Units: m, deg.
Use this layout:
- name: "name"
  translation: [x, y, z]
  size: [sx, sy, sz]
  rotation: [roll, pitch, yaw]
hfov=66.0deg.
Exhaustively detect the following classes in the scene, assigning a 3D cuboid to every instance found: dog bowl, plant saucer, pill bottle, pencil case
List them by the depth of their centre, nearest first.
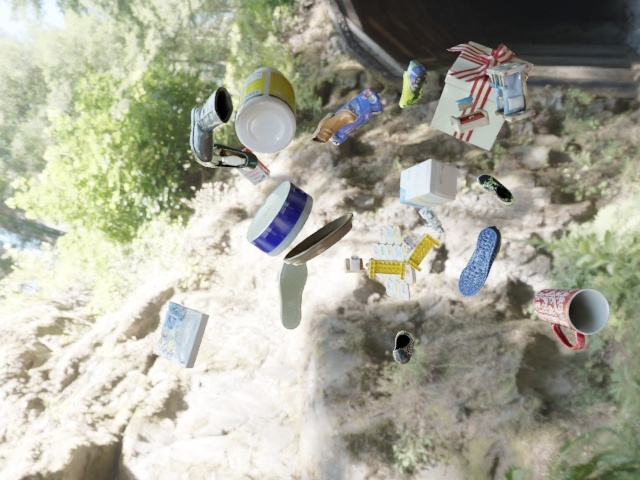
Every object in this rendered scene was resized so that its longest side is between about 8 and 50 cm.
- name: "plant saucer"
  translation: [0.000, 0.000, 1.619]
  size: [0.041, 0.278, 0.278]
  rotation: [55, -143, -8]
- name: "pill bottle"
  translation: [-0.175, -0.442, 1.620]
  size: [0.334, 0.188, 0.187]
  rotation: [-94, -6, -51]
- name: "dog bowl"
  translation: [-0.147, -0.077, 1.747]
  size: [0.104, 0.265, 0.264]
  rotation: [35, -121, -20]
- name: "pencil case"
  translation: [0.151, -0.568, 2.274]
  size: [0.306, 0.133, 0.119]
  rotation: [-37, -18, 6]

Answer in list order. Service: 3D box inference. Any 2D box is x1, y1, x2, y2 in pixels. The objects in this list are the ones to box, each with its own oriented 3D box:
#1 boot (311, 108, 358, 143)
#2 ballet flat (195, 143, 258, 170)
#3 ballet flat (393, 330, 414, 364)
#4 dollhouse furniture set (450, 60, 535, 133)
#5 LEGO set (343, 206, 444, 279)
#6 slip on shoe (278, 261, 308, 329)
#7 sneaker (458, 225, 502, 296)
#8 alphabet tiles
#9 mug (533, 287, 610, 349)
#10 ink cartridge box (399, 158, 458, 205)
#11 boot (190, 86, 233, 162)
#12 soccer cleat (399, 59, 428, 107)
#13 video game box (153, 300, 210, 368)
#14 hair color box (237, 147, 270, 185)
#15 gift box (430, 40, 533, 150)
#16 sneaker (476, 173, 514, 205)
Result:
- name: "boot"
  translation: [0.060, -0.479, 2.098]
  size: [0.073, 0.197, 0.152]
  rotation: [46, -113, -31]
- name: "ballet flat"
  translation: [-0.383, -0.329, 1.934]
  size: [0.096, 0.281, 0.095]
  rotation: [-33, -51, -71]
- name: "ballet flat"
  translation: [0.244, 0.304, 1.449]
  size: [0.173, 0.058, 0.049]
  rotation: [-58, -53, -72]
- name: "dollhouse furniture set"
  translation: [0.434, -0.366, 1.275]
  size: [0.129, 0.184, 0.129]
  rotation: [-90, -18, -68]
- name: "LEGO set"
  translation: [0.196, 0.034, 1.304]
  size: [0.132, 0.287, 0.107]
  rotation: [59, 176, -8]
- name: "slip on shoe"
  translation: [-0.120, 0.206, 2.078]
  size: [0.101, 0.123, 0.331]
  rotation: [-122, 35, -81]
- name: "sneaker"
  translation: [0.501, 0.065, 1.520]
  size: [0.090, 0.081, 0.232]
  rotation: [-10, -56, -51]
- name: "alphabet tiles"
  translation: [0.274, 0.083, 1.865]
  size: [0.021, 0.284, 0.277]
  rotation: [-9, -85, -20]
- name: "mug"
  translation: [0.628, 0.190, 1.273]
  size: [0.150, 0.113, 0.169]
  rotation: [-59, 6, -5]
- name: "ink cartridge box"
  translation: [0.524, -0.268, 2.397]
  size: [0.168, 0.233, 0.171]
  rotation: [12, -102, -26]
- name: "boot"
  translation: [-0.310, -0.327, 1.426]
  size: [0.076, 0.209, 0.189]
  rotation: [-15, -80, -38]
- name: "soccer cleat"
  translation: [0.433, -0.743, 2.352]
  size: [0.093, 0.121, 0.289]
  rotation: [-25, -14, -13]
- name: "video game box"
  translation: [-0.516, 0.346, 1.821]
  size: [0.048, 0.187, 0.205]
  rotation: [26, -101, -59]
- name: "hair color box"
  translation: [-0.313, -0.329, 2.214]
  size: [0.167, 0.093, 0.053]
  rotation: [45, -148, -38]
- name: "gift box"
  translation: [0.508, -0.489, 1.615]
  size: [0.258, 0.276, 0.255]
  rotation: [103, -167, -50]
- name: "sneaker"
  translation: [0.902, -0.272, 2.516]
  size: [0.084, 0.235, 0.097]
  rotation: [-46, -26, 1]
